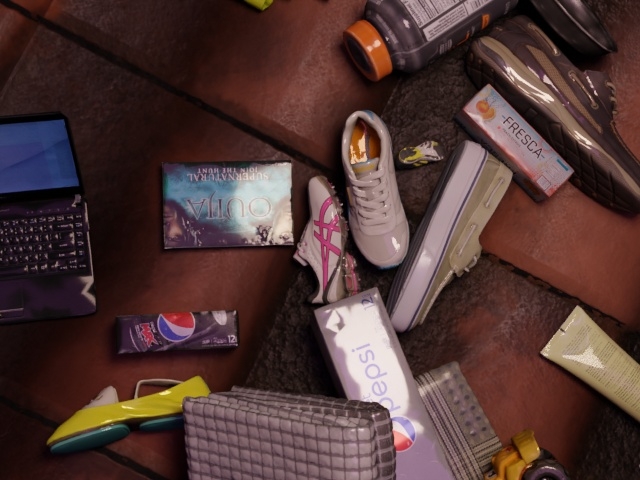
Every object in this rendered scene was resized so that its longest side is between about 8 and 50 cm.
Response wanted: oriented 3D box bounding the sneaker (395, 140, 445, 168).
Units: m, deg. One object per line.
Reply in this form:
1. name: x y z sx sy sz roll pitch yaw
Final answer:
1. sneaker: 0.145 -0.125 1.423 0.083 0.035 0.031 -8 74 -28

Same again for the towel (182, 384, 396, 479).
1. towel: -0.035 0.315 1.251 0.283 0.121 0.235 3 103 31

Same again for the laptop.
1. laptop: -0.435 -0.020 1.294 0.234 0.136 0.264 -6 85 -6

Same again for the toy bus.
1. toy bus: 0.257 0.394 1.298 0.211 0.149 0.220 -27 84 5

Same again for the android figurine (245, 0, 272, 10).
1. android figurine: -0.077 -0.468 1.394 0.272 0.056 0.248 28 102 -5

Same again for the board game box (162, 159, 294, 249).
1. board game box: -0.132 -0.051 1.386 0.186 0.026 0.126 -2 84 -7

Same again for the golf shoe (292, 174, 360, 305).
1. golf shoe: 0.000 0.000 1.375 0.086 0.067 0.186 -11 86 -6

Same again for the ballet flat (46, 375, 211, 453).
1. ballet flat: -0.262 0.234 1.329 0.231 0.077 0.077 -10 65 -10

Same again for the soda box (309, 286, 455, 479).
1. soda box: 0.080 0.216 1.313 0.098 0.091 0.286 -20 78 -9

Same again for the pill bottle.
1. pill bottle: 0.154 -0.329 1.393 0.245 0.130 0.130 -34 89 -8

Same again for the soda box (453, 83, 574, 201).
1. soda box: 0.284 -0.142 1.422 0.058 0.063 0.183 -44 91 -9

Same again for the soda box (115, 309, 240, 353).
1. soda box: -0.198 0.127 1.344 0.168 0.060 0.053 -3 84 -6

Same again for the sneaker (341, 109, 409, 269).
1. sneaker: 0.070 -0.071 1.367 0.087 0.092 0.229 -12 82 11

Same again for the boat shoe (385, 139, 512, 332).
1. boat shoe: 0.187 0.001 1.378 0.094 0.109 0.302 27 80 -5

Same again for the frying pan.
1. frying pan: 0.309 -0.378 1.385 0.326 0.197 0.053 38 120 -18

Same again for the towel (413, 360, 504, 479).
1. towel: 0.130 0.377 1.370 0.312 0.056 0.324 -25 86 -11

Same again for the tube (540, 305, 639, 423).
1. tube: 0.443 0.205 1.414 0.240 0.062 0.070 39 38 3

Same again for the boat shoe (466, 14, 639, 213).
1. boat shoe: 0.375 -0.191 1.404 0.355 0.132 0.130 45 82 -2
